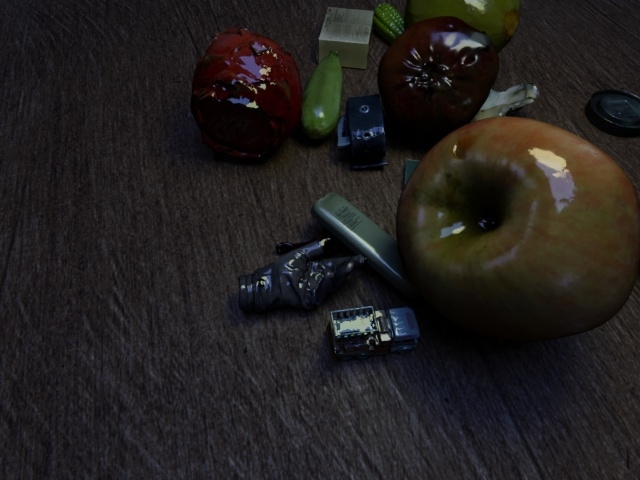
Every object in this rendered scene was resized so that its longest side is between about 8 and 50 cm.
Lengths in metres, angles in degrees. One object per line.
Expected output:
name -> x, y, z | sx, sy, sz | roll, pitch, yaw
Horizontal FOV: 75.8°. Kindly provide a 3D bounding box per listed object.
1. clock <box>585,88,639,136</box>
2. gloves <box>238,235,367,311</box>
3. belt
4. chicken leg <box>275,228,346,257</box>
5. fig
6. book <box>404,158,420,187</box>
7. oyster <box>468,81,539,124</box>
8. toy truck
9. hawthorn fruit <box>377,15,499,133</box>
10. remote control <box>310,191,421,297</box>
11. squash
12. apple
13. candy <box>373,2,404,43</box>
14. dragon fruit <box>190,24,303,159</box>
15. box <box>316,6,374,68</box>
clock -> 0.891, -0.381, 1.227 | 0.184, 0.040, 0.185 | 1, 55, -1
gloves -> -0.041, 0.072, 0.858 | 0.285, 0.119, 0.142 | -14, 72, 6
belt -> 0.108, -0.305, 1.111 | 0.128, 0.122, 0.218 | -5, 54, 9
chicken leg -> 0.004, 0.003, 0.945 | 0.205, 0.053, 0.093 | -14, 37, -20
fig -> 0.430, -0.674, 1.231 | 0.343, 0.343, 0.343 | 1, 56, -1
book -> 0.325, -0.038, 0.988 | 0.264, 0.031, 0.379 | 8, 57, 3
oyster -> 0.496, -0.370, 1.170 | 0.271, 0.100, 0.275 | -40, 35, -7
toy truck -> 0.104, 0.172, 0.792 | 0.177, 0.115, 0.080 | -6, 56, -7
hawthorn fruit -> 0.312, -0.424, 1.091 | 0.324, 0.308, 0.308 | -5, 45, -52
remote control -> 0.111, 0.001, 0.895 | 0.309, 0.038, 0.090 | 40, 58, 14
squash -> 0.007, -0.432, 1.200 | 0.118, 0.118, 0.371 | 6, 54, 3
apple -> 0.346, -0.013, 0.737 | 0.346, 0.391, 0.391 | 10, 46, -41
candy -> 0.259, -0.728, 1.420 | 0.096, 0.097, 0.209 | -25, 65, -17
dragon fruit -> -0.191, -0.375, 1.059 | 0.295, 0.296, 0.302 | -6, 69, -6
box -> 0.085, -0.683, 1.380 | 0.168, 0.095, 0.212 | 9, 56, 3
